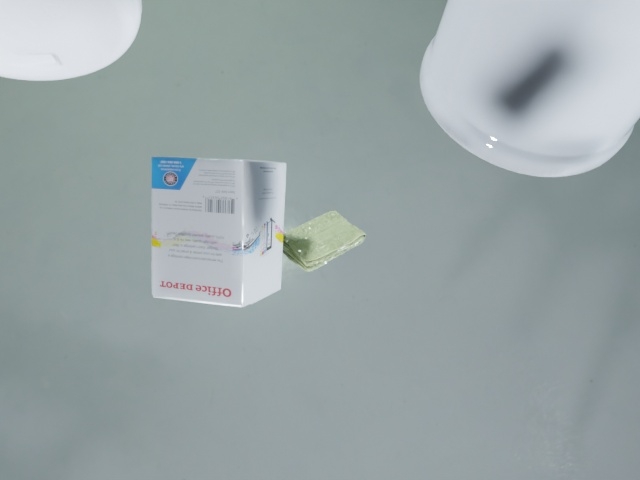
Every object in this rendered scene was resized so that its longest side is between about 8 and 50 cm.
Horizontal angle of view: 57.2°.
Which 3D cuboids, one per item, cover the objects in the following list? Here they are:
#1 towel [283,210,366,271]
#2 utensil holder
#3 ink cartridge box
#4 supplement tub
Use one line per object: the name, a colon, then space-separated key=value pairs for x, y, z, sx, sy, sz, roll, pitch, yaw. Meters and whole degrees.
towel: x=0.000 y=0.000 z=1.102 sx=0.148 sy=0.027 sz=0.110 roll=-29 pitch=48 yaw=-25
utensil holder: x=0.335 y=-0.324 z=0.745 sx=0.327 sy=0.385 sz=0.327 roll=4 pitch=58 yaw=-6
ink cartridge box: x=-0.168 y=-0.021 z=0.994 sx=0.171 sy=0.168 sz=0.232 roll=5 pitch=98 yaw=19
supplement tub: x=-0.336 y=-0.375 z=0.657 sx=0.235 sy=0.235 sz=0.325 roll=-11 pitch=75 yaw=0
